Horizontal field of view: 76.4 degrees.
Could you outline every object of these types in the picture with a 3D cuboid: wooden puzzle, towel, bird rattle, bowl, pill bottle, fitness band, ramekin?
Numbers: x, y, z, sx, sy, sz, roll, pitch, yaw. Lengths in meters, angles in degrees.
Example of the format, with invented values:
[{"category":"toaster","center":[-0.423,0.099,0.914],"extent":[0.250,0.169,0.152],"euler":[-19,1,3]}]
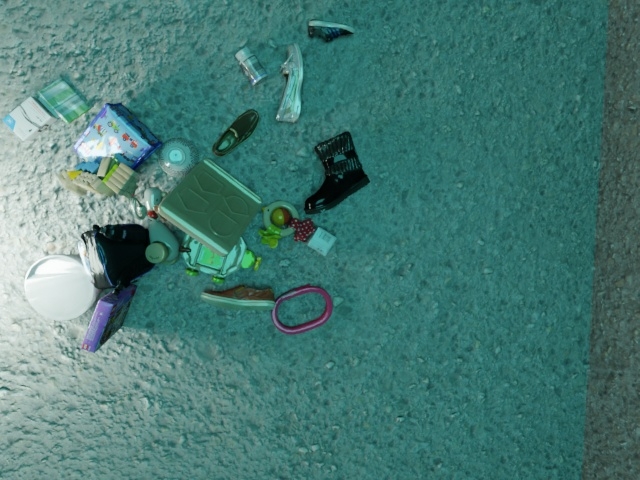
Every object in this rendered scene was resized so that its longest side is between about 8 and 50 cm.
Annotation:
[{"category":"wooden puzzle","center":[-0.447,-0.136,1.689],"extent":[0.322,0.080,0.348],"euler":[37,50,-13]},{"category":"towel","center":[-1.008,-0.549,1.601],"extent":[0.113,0.023,0.152],"euler":[-46,104,-18]},{"category":"bird rattle","center":[-0.158,-0.078,1.794],"extent":[0.254,0.143,0.207],"euler":[-17,85,-10]},{"category":"bowl","center":[-0.596,-0.348,1.692],"extent":[0.170,0.080,0.170],"euler":[-1,98,-9]},{"category":"pill bottle","center":[-0.287,-0.724,1.692],"extent":[0.078,0.078,0.137],"euler":[-35,102,-4]},{"category":"fitness band","center":[-0.087,0.323,1.903],"extent":[0.291,0.054,0.209],"euler":[-18,104,-6]},{"category":"ramekin","center":[-1.029,0.178,1.658],"extent":[0.273,0.127,0.272],"euler":[-1,100,-3]}]

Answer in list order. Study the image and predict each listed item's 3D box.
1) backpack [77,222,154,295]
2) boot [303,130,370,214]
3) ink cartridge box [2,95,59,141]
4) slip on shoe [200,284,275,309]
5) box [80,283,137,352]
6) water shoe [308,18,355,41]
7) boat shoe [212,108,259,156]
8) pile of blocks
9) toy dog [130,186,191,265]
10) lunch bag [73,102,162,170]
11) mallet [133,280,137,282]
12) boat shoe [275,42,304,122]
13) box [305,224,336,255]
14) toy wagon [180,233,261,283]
[{"category":"backpack","center":[-0.799,0.056,1.625],"extent":[0.213,0.263,0.276],"euler":[-4,100,29]},{"category":"boot","center":[0.030,-0.296,1.784],"extent":[0.348,0.131,0.260],"euler":[-34,110,-15]},{"category":"ink cartridge box","center":[-1.118,-0.484,1.586],"extent":[0.180,0.060,0.104],"euler":[-42,103,-2]},{"category":"slip on shoe","center":[-0.366,0.250,1.820],"extent":[0.331,0.123,0.101],"euler":[3,66,-6]},{"category":"box","center":[-0.840,0.298,1.635],"extent":[0.057,0.293,0.201],"euler":[23,94,-10]},{"category":"water shoe","center":[0.048,-0.891,1.743],"extent":[0.203,0.073,0.080],"euler":[6,119,-7]},{"category":"boat shoe","center":[-0.351,-0.450,1.713],"extent":[0.095,0.095,0.257],"euler":[41,90,-13]},{"category":"pile of blocks","center":[-0.851,-0.240,1.606],"extent":[0.362,0.112,0.149],"euler":[7,74,17]},{"category":"toy dog","center":[-0.623,-0.052,1.661],"extent":[0.161,0.220,0.333],"euler":[-9,108,0]},{"category":"lunch bag","center":[-0.832,-0.366,1.631],"extent":[0.293,0.138,0.221],"euler":[-41,105,11]},{"category":"mallet","center":[-0.882,0.144,1.739],"extent":[0.190,0.039,0.062],"euler":[5,98,-7]},{"category":"boat shoe","center":[-0.132,-0.663,1.713],"extent":[0.103,0.118,0.320],"euler":[0,105,-15]},{"category":"box","center":[0.000,0.000,1.848],"extent":[0.101,0.087,0.102],"euler":[32,93,-13]},{"category":"toy wagon","center":[-0.431,0.052,1.789],"extent":[0.344,0.068,0.267],"euler":[18,95,-13]}]
